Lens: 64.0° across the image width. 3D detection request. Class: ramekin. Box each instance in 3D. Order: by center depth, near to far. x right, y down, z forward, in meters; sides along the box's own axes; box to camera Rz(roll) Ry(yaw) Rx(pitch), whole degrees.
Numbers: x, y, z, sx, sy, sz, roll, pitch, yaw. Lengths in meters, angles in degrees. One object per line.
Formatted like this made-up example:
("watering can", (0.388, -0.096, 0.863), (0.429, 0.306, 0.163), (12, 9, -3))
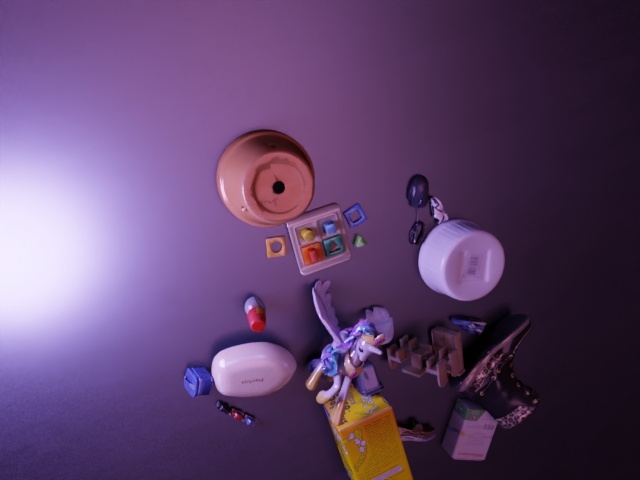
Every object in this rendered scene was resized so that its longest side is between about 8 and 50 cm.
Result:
("ramekin", (0.491, 0.073, 1.756), (0.277, 0.135, 0.277), (-5, 106, -17))

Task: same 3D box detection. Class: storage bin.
("storage bin", (0.145, 0.461, 1.758), (0.098, 0.135, 0.091), (-17, 97, -13))

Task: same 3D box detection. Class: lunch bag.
("lunch bag", (-0.386, 0.437, 1.596), (0.065, 0.098, 0.067), (6, 101, -38))

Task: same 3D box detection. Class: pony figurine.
("pony figurine", (0.084, 0.336, 1.618), (0.303, 0.351, 0.363), (19, 116, -18))

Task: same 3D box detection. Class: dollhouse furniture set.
("dollhouse furniture set", (0.388, 0.425, 1.780), (0.242, 0.212, 0.160), (-23, 111, -40))

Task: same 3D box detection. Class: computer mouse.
("computer mouse", (0.328, -0.098, 1.710), (0.071, 0.041, 0.241), (-7, 107, -17))

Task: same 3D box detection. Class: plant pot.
("plant pot", (-0.137, -0.165, 1.457), (0.291, 0.203, 0.290), (-5, 105, -17))

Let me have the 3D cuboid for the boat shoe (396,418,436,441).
("boat shoe", (0.351, 0.707, 1.916), (0.183, 0.066, 0.066), (1, 102, -18))

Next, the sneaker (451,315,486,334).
("sneaker", (0.542, 0.313, 1.880), (0.144, 0.053, 0.059), (13, 102, -19))

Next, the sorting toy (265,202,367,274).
("sorting toy", (0.000, 0.000, 1.627), (0.348, 0.047, 0.195), (-19, 109, -12))

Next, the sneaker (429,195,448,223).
("sneaker", (0.392, -0.102, 1.729), (0.044, 0.040, 0.109), (-35, 111, -4))

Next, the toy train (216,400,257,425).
("toy train", (-0.275, 0.576, 1.698), (0.158, 0.036, 0.027), (34, 92, -23))

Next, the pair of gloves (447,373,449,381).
("pair of gloves", (0.495, 0.497, 1.937), (0.083, 0.010, 0.074), (-9, 105, -18))

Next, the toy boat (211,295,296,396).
("toy boat", (-0.205, 0.341, 1.615), (0.268, 0.148, 0.318), (1, 111, -13))

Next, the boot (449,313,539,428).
("boot", (0.695, 0.484, 1.889), (0.284, 0.138, 0.377), (45, 85, -7))

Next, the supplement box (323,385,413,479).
("supplement box", (0.165, 0.706, 1.788), (0.195, 0.194, 0.356), (-21, 109, -12))

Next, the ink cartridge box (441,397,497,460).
("ink cartridge box", (0.580, 0.730, 1.981), (0.155, 0.093, 0.212), (12, 98, -20))
